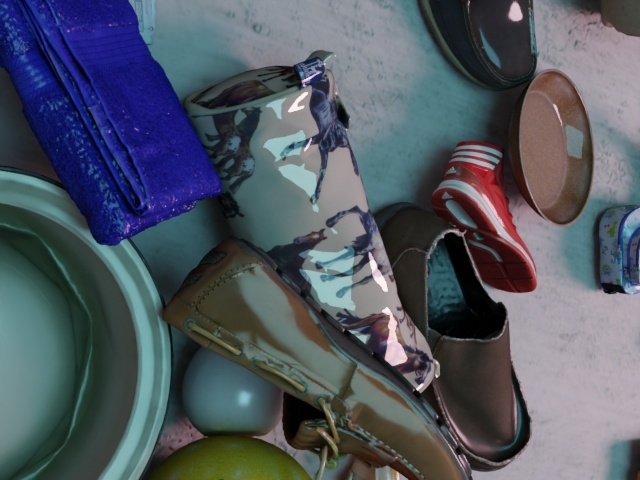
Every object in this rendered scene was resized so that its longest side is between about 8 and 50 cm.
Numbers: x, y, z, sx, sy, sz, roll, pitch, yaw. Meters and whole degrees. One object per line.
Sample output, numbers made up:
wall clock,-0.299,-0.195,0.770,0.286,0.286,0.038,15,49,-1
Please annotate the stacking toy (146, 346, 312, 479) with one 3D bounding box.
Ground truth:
stacking toy,-0.105,0.332,1.479,0.351,0.351,0.479,8,71,-30

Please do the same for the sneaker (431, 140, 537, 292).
sneaker,0.223,-0.039,1.714,0.221,0.087,0.128,53,48,-43

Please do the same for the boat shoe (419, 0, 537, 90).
boat shoe,0.188,-0.346,1.644,0.132,0.130,0.355,-28,106,-25

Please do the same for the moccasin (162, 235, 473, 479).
moccasin,0.003,0.164,1.415,0.380,0.139,0.147,42,84,-20

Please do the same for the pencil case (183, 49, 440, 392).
pencil case,0.000,0.000,1.546,0.184,0.160,0.410,-24,105,-13

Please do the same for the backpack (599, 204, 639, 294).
backpack,0.425,0.010,1.833,0.105,0.084,0.114,-9,95,-31

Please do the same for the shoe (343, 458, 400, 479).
shoe,0.042,0.341,1.642,0.058,0.076,0.219,13,89,-35

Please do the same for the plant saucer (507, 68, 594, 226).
plant saucer,0.285,-0.115,1.741,0.199,0.036,0.198,7,81,-52

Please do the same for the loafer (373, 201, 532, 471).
loafer,0.164,0.129,1.665,0.134,0.130,0.366,-35,109,-23

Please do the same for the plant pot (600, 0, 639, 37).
plant pot,0.468,-0.412,1.719,0.334,0.334,0.305,-9,109,-29

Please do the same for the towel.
towel,-0.212,-0.160,1.366,0.308,0.076,0.228,63,27,-3

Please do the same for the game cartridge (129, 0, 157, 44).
game cartridge,-0.204,-0.252,1.494,0.056,0.017,0.083,-5,96,-26

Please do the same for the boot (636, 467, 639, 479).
boot,0.549,0.370,1.931,0.283,0.109,0.220,-1,90,-22

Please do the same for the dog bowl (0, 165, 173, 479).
dog bowl,-0.359,0.126,1.357,0.408,0.150,0.407,-3,96,-30
